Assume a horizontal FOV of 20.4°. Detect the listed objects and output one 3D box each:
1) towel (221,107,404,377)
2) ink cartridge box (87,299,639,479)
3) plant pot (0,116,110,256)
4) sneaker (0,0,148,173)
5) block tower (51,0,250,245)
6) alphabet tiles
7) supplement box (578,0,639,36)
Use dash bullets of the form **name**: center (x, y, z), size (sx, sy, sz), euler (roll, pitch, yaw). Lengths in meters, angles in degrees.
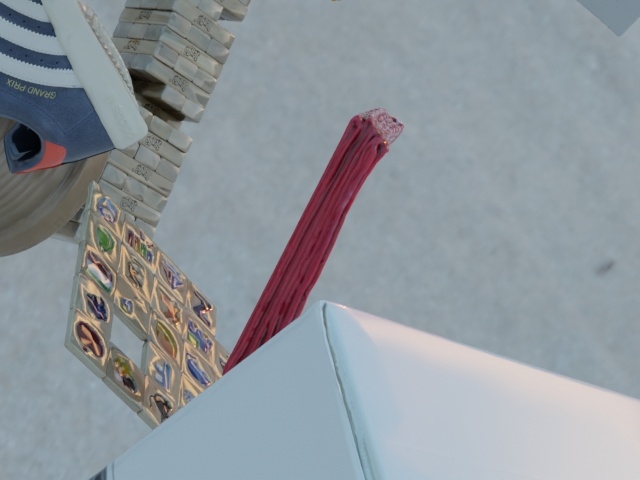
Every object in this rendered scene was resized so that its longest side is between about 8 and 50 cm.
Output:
- **towel**: center (0.000, 0.000, 1.239), size (0.031, 0.198, 0.275), euler (28, 7, 1)
- **ink cartridge box**: center (-0.013, 0.173, 0.728), size (0.223, 0.307, 0.129), euler (19, 43, -43)
- **plant pot**: center (-0.320, -0.111, 1.670), size (0.110, 0.237, 0.237), euler (35, 25, -56)
- **sneaker**: center (-0.268, -0.185, 1.454), size (0.148, 0.350, 0.131), euler (-23, 41, 1)
- **block tower**: center (-0.179, -0.142, 1.833), size (0.097, 0.091, 0.335), euler (32, 76, -39)
- **alphabet tiles**: center (-0.107, 0.089, 1.352), size (0.237, 0.009, 0.198), euler (49, 22, -29)
- **supplement box**: center (0.430, -0.392, 2.364), size (0.111, 0.114, 0.220), euler (41, 57, 1)
